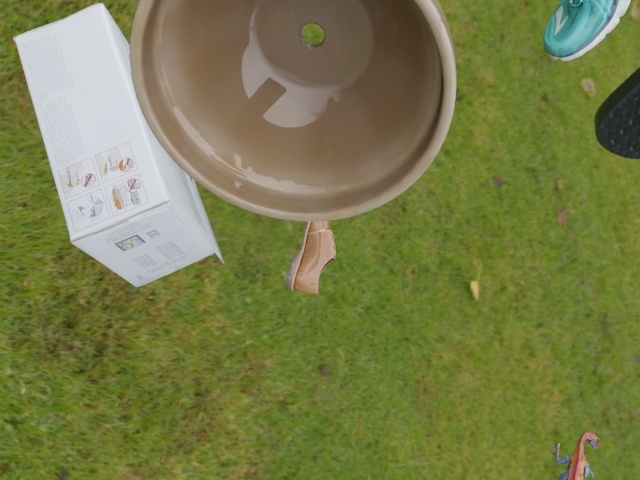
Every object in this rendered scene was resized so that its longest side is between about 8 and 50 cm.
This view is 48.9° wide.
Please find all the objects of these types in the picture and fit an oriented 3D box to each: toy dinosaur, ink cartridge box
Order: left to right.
[{"bbox_3d":[-0.266,-0.109,0.975,0.130,0.272,0.309,-23,70,0],"label":"ink cartridge box"},{"bbox_3d":[0.278,0.247,0.750,0.047,0.090,0.082,19,94,0],"label":"toy dinosaur"}]

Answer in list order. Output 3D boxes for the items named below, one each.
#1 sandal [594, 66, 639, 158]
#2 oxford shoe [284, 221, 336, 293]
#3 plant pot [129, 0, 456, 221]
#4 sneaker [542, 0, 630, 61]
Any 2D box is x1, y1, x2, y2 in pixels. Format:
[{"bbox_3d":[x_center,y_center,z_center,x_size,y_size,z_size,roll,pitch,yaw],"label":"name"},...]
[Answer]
[{"bbox_3d":[0.565,-0.291,0.999,0.168,0.446,0.107,25,51,-15],"label":"sandal"},{"bbox_3d":[0.000,0.000,1.320,0.076,0.076,0.212,57,49,-80],"label":"oxford shoe"},{"bbox_3d":[-0.014,-0.138,0.541,0.237,0.238,0.109,51,33,-26],"label":"plant pot"},{"bbox_3d":[0.409,-0.403,1.045,0.110,0.107,0.275,14,110,-43],"label":"sneaker"}]
